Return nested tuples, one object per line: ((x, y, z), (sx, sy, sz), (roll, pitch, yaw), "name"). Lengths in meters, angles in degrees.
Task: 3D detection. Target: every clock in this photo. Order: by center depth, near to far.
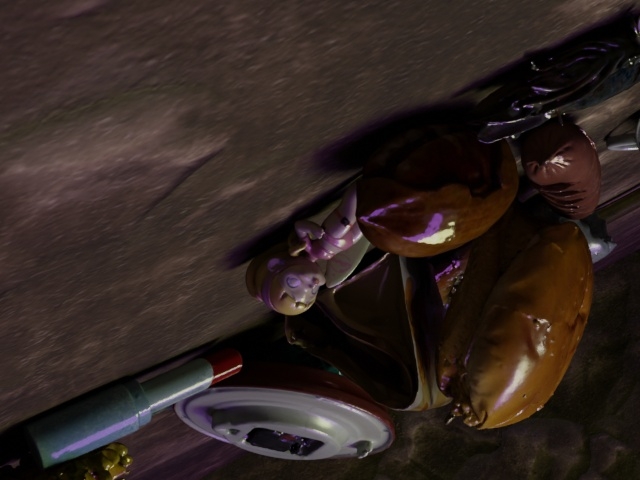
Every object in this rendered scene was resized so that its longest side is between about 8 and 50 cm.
((-0.053, 0.255, 1.420), (0.318, 0.080, 0.318), (6, 155, 3), "clock")

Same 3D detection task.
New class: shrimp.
((0.258, -0.173, 0.867), (0.296, 0.058, 0.169), (-27, 160, -23), "shrimp")
((0.253, 0.065, 1.671), (0.222, 0.054, 0.290), (-36, 151, 3), "shrimp")

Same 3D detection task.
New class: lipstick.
((-0.220, 0.196, 1.228), (0.274, 0.061, 0.068), (-22, 162, -28), "lipstick")

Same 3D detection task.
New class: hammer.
((0.655, -0.102, 1.994), (0.439, 0.044, 0.168), (-27, 166, -5), "hammer")

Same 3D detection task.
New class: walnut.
((0.099, -0.045, 0.884), (0.207, 0.116, 0.116), (-20, 164, -42), "walnut")

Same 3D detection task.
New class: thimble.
((0.371, -0.010, 1.550), (0.117, 0.127, 0.151), (-36, 174, 22), "thimble")

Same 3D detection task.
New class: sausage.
((0.301, -0.081, 1.235), (0.087, 0.088, 0.433), (-32, 168, 13), "sausage")

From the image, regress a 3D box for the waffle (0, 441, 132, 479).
((-0.350, 0.297, 1.232), (0.231, 0.051, 0.228), (-14, -174, 16), "waffle")

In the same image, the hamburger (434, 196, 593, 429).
((0.262, 0.109, 1.371), (0.290, 0.170, 0.314), (15, 96, -65), "hamburger")

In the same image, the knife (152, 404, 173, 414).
((-0.233, 0.242, 1.478), (0.043, 0.020, 0.293), (-28, 167, 5), "knife")

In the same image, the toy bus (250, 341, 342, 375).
((-0.029, 0.190, 1.543), (0.160, 0.092, 0.079), (-31, 168, 11), "toy bus")

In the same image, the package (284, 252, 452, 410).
((0.077, 0.134, 1.405), (0.164, 0.222, 0.311), (-10, 171, 15), "package")

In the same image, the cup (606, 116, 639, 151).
((0.466, -0.145, 1.355), (0.133, 0.136, 0.099), (-3, 118, -64), "cup")

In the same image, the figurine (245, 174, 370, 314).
((0.000, 0.000, 0.965), (0.187, 0.083, 0.083), (-49, 161, 19), "figurine")
